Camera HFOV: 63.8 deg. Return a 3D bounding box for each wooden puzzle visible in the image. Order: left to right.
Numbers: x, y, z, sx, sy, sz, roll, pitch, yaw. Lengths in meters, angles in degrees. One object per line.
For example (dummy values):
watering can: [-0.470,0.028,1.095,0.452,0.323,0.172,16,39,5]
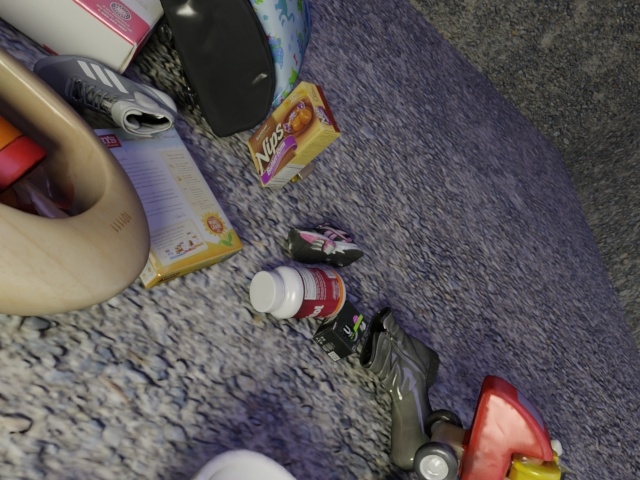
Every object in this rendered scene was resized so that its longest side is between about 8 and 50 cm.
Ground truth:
wooden puzzle: [-0.048,-0.167,1.096,0.078,0.014,0.116,56,37,-5]

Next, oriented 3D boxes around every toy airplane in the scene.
toy airplane: [0.297,0.434,0.721,0.384,0.273,0.385,63,26,-43]

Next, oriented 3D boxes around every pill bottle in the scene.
pill bottle: [-0.037,0.086,0.847,0.152,0.086,0.086,7,57,-44]

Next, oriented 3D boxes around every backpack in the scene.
backpack: [-0.141,-0.414,0.990,0.355,0.274,0.289,-102,176,-55]

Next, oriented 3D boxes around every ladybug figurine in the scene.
ladybug figurine: [-0.384,-0.086,0.513,0.449,0.162,0.305,46,23,-17]

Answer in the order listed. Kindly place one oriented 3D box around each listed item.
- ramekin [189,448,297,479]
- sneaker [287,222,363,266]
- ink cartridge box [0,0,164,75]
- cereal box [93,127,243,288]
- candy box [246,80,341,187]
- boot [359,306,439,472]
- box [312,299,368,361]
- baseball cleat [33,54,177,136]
ramekin: [-0.082,0.356,0.475,0.277,0.135,0.277,52,12,-16]
sneaker: [0.000,0.000,0.984,0.178,0.072,0.077,19,37,-48]
ink cartridge box: [-0.366,-0.417,0.854,0.207,0.117,0.282,35,41,-24]
cereal box: [-0.240,-0.062,0.772,0.173,0.047,0.240,-21,77,-53]
candy box: [-0.055,-0.192,0.960,0.053,0.187,0.109,-1,64,-47]
boot: [0.120,0.247,0.878,0.161,0.084,0.246,41,43,-24]
box: [0.036,0.157,0.899,0.062,0.052,0.083,48,38,-10]
baseball cleat: [-0.311,-0.210,0.747,0.206,0.072,0.109,11,30,-19]
